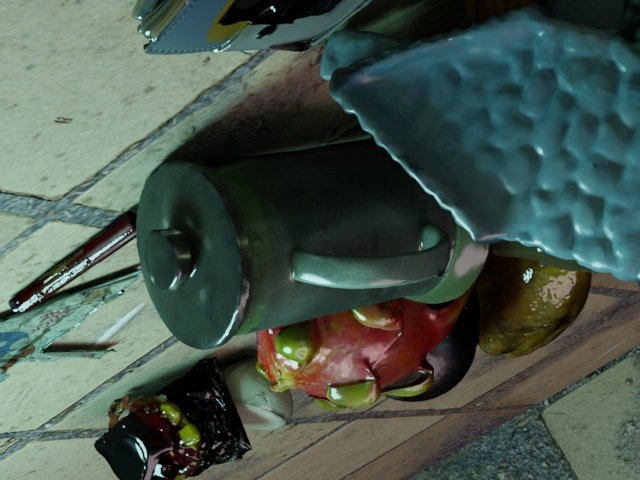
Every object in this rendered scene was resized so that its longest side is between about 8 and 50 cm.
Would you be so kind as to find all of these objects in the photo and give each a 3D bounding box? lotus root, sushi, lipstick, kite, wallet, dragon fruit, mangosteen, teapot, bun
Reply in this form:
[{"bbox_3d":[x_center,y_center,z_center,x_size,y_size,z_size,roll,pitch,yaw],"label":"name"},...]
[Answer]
[{"bbox_3d":[0.305,0.047,2.148,0.193,0.193,0.291,-19,157,-24],"label":"lotus root"},{"bbox_3d":[-0.221,0.272,2.069,0.172,0.153,0.150,-15,-168,31],"label":"sushi"},{"bbox_3d":[-0.251,0.027,1.538,0.176,0.027,0.027,-34,161,22],"label":"lipstick"},{"bbox_3d":[-0.358,0.133,1.709,0.406,0.014,0.368,-36,161,24],"label":"kite"},{"bbox_3d":[-0.028,-0.200,1.155,0.231,0.069,0.170,-5,148,-52],"label":"wallet"},{"bbox_3d":[0.052,0.061,1.766,0.307,0.243,0.227,-65,-172,-24],"label":"dragon fruit"},{"bbox_3d":[0.091,0.110,2.018,0.250,0.211,0.211,0,169,17],"label":"mangosteen"},{"bbox_3d":[0.000,0.000,1.478,0.337,0.200,0.270,-11,-160,-37],"label":"teapot"},{"bbox_3d":[-0.103,0.215,2.178,0.138,0.094,0.138,9,156,4],"label":"bun"}]

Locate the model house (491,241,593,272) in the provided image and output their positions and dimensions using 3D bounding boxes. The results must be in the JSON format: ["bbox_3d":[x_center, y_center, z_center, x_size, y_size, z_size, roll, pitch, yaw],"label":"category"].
[{"bbox_3d":[0.321,-0.049,1.730,0.248,0.176,0.181,7,-176,37],"label":"model house"}]

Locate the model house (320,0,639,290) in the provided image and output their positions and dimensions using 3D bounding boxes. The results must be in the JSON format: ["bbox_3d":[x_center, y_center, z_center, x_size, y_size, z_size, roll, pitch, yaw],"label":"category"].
[{"bbox_3d":[0.197,-0.146,1.389,0.360,0.339,0.297,-16,119,-69],"label":"model house"}]
